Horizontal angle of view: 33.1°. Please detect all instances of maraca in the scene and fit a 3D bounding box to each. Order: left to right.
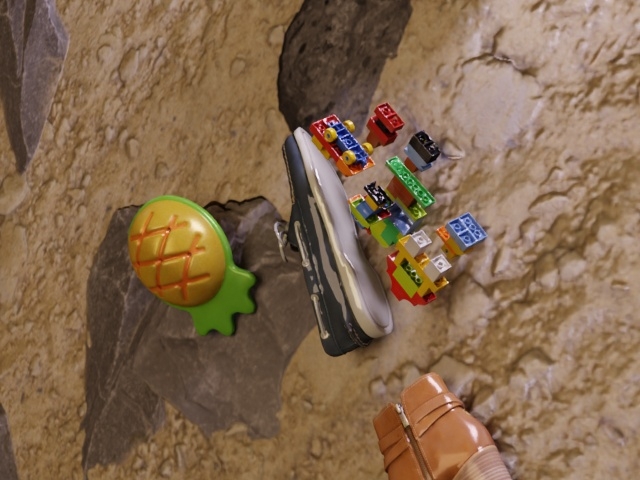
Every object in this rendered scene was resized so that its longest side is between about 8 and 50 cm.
[{"bbox_3d":[-0.154,0.030,1.278,0.185,0.099,0.127,47,116,8],"label":"maraca"}]

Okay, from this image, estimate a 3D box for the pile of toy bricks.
[{"bbox_3d":[0.072,-0.032,1.109,0.212,0.118,0.105,53,144,17],"label":"pile of toy bricks"}]

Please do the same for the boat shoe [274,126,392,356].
[{"bbox_3d":[0.000,0.000,1.157,0.079,0.095,0.254,-28,73,21],"label":"boat shoe"}]

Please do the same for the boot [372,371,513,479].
[{"bbox_3d":[0.085,0.238,1.050,0.197,0.073,0.152,-41,58,13],"label":"boot"}]
